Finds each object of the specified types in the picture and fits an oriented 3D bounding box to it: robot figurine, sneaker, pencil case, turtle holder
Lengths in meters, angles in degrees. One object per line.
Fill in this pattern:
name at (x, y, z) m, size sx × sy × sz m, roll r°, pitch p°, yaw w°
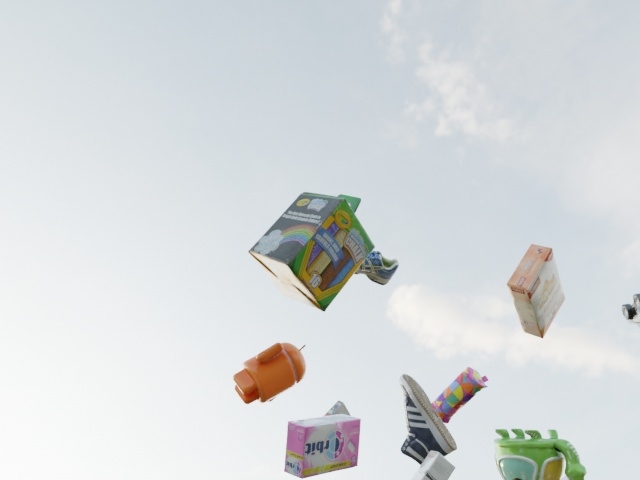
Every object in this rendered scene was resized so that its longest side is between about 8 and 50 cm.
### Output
robot figurine at (-0.132, 0.365, 1.575) m, size 0.219 × 0.128 × 0.158 m, roll -24°, pitch -86°, yaw -27°
sneaker at (0.126, 0.052, 1.592) m, size 0.211 × 0.080 × 0.081 m, roll 20°, pitch -50°, yaw -27°
pencil case at (0.525, 0.587, 2.158) m, size 0.104 × 0.104 × 0.236 m, roll 32°, pitch -69°, yaw -27°
sneaker at (0.301, 0.586, 1.842) m, size 0.153 × 0.282 × 0.099 m, roll -42°, pitch -28°, yaw 18°
turtle holder at (0.818, 0.829, 2.136) m, size 0.319 × 0.228 × 0.243 m, roll -6°, pitch -19°, yaw 20°

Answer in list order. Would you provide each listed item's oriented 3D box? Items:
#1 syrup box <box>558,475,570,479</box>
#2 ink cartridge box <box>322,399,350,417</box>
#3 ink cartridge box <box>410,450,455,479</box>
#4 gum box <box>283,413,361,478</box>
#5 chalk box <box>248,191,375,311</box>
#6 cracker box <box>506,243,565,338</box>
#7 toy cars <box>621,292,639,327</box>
syrup box at (0.706, 0.768, 1.519) m, size 0.096 × 0.093 × 0.237 m, roll -38°, pitch -100°, yaw 8°
ink cartridge box at (0.040, 0.570, 1.799) m, size 0.029 × 0.115 × 0.063 m, roll 5°, pitch -52°, yaw 53°
ink cartridge box at (0.302, 0.672, 1.591) m, size 0.063 × 0.150 × 0.109 m, roll 38°, pitch -15°, yaw 8°
gum box at (0.011, 0.455, 1.271) m, size 0.188 × 0.107 × 0.062 m, roll 9°, pitch -7°, yaw -44°
chalk box at (0.000, 0.000, 1.441) m, size 0.289 × 0.180 × 0.179 m, roll -48°, pitch -54°, yaw -21°
cracker box at (0.613, 0.145, 1.605) m, size 0.067 × 0.156 × 0.232 m, roll 16°, pitch -31°, yaw 45°
toy cars at (0.739, 0.111, 1.072) m, size 0.176 × 0.087 × 0.393 m, roll 4°, pitch -25°, yaw -29°
